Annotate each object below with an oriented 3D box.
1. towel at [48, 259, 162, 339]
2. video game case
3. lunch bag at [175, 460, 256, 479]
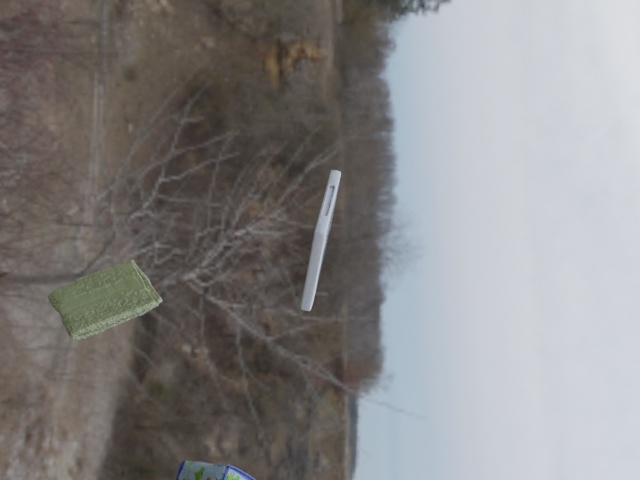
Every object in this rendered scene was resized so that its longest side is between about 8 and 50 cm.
[{"bbox_3d":[-0.326,0.090,1.365,0.110,0.148,0.027,48,-30,36],"label":"towel"},{"bbox_3d":[0.000,0.000,1.310,0.143,0.019,0.157,-76,178,-48],"label":"video game case"},{"bbox_3d":[-0.123,0.378,1.255,0.129,0.151,0.096,-9,-129,50],"label":"lunch bag"}]
